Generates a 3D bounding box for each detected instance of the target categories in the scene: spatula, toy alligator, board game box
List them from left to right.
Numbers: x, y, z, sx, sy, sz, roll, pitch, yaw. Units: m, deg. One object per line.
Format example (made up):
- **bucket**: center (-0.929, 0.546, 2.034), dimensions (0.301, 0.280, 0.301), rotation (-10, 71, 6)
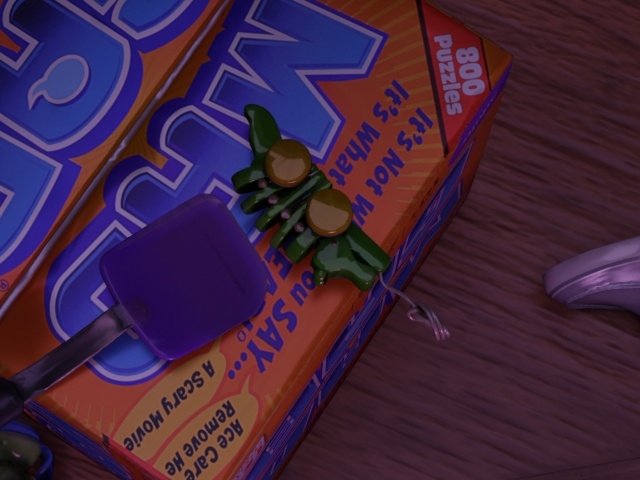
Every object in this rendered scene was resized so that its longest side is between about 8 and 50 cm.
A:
- **spatula**: center (-0.165, 0.079, 1.159), dimensions (0.296, 0.030, 0.084), rotation (-34, 82, -8)
- **board game box**: center (-0.119, -0.033, 1.385), dimensions (0.356, 0.356, 0.356), rotation (33, 79, 7)
- **toy alligator**: center (0.000, 0.000, 1.167), dimensions (0.051, 0.056, 0.190), rotation (-38, 82, -9)

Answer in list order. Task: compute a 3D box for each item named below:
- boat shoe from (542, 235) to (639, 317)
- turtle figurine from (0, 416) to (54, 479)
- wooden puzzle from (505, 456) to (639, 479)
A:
- **boat shoe**: center (0.292, 0.038, 1.513), dimensions (0.227, 0.079, 0.081), rotation (-7, 72, -5)
- **turtle figurine**: center (-0.289, 0.245, 1.371), dimensions (0.198, 0.275, 0.266), rotation (-7, 71, 17)
- **wooden puzzle**: center (0.218, 0.280, 1.442), dimensions (0.238, 0.044, 0.221), rotation (-13, 76, 25)
